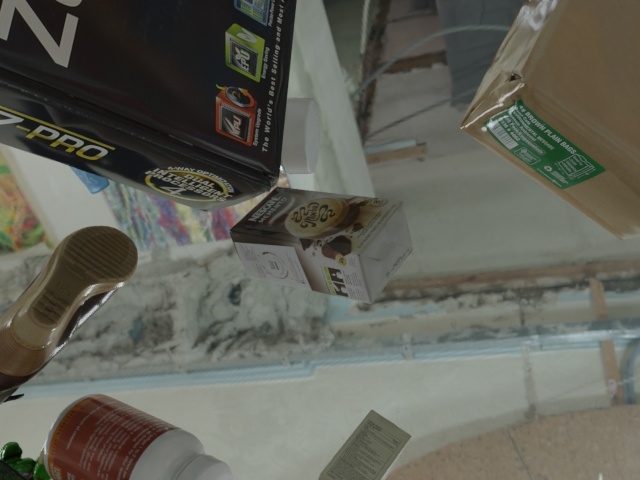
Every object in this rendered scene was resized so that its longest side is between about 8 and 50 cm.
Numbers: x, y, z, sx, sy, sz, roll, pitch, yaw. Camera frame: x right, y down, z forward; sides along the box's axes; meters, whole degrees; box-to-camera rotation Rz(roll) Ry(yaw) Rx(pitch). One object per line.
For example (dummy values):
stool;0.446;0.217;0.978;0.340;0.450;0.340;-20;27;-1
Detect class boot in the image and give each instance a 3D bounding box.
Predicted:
boot;-0.336;0.097;0.879;0.207;0.090;0.248;-43;-171;27

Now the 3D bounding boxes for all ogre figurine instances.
ogre figurine;-0.430;0.336;1.030;0.197;0.097;0.118;-33;-178;-36

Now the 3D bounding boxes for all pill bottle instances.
pill bottle;-0.122;-0.145;1.001;0.229;0.131;0.131;2;-145;10
pill bottle;-0.218;0.273;0.875;0.216;0.121;0.121;14;-137;30

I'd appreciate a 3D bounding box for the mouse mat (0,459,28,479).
mouse mat;-0.383;0.347;0.869;0.189;0.007;0.152;29;-153;13

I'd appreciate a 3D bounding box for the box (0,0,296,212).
box;-0.155;-0.250;0.473;0.097;0.318;0.395;-15;-117;48

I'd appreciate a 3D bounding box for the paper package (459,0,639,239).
paper package;0.420;-0.208;1.058;0.309;0.325;0.168;-60;-169;-24

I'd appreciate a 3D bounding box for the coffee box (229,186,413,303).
coffee box;0.000;0.000;1.376;0.297;0.119;0.168;9;-139;34

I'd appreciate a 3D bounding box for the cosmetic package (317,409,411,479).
cosmetic package;0.050;0.256;0.835;0.060;0.041;0.115;32;-138;20

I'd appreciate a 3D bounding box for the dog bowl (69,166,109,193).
dog bowl;-0.326;-0.195;1.236;0.297;0.074;0.166;-27;-146;33
